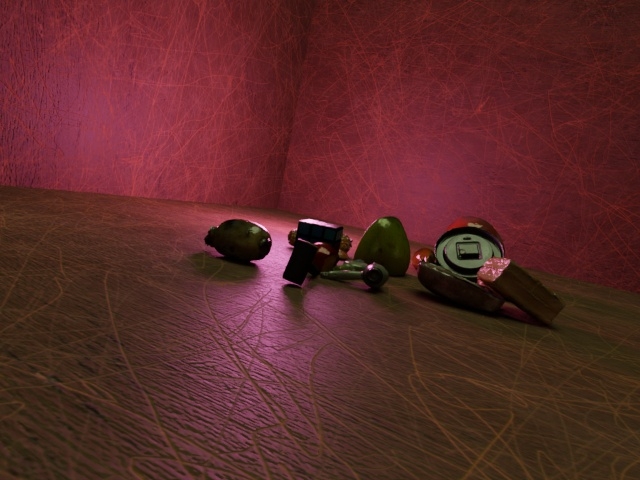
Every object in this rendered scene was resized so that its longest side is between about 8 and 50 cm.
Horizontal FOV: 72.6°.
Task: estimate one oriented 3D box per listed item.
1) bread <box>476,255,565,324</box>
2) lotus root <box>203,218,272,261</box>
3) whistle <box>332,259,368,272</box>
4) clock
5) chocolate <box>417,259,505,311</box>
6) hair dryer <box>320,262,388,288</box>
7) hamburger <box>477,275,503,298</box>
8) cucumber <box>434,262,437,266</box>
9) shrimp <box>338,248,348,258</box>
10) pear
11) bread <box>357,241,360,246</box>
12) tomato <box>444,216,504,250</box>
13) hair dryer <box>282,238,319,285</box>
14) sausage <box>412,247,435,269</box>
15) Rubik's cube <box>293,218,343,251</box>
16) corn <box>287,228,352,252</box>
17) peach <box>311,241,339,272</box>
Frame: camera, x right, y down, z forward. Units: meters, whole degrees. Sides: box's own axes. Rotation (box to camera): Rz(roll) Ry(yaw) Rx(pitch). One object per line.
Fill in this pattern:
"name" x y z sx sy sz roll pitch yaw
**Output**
"bread" 0.681 0.166 1.504 0.239 0.111 0.246 39 5 2
"lotus root" -0.296 -0.006 1.521 0.277 0.154 0.154 9 5 29
"whistle" 0.110 0.101 1.628 0.104 0.057 0.198 15 7 33
"clock" 0.690 0.066 2.040 0.312 0.313 0.062 14 -37 24
"chocolate" 0.468 0.164 1.493 0.302 0.101 0.185 23 3 16
"hair dryer" 0.143 0.125 1.522 0.224 0.089 0.218 -2 -8 30
"hamburger" 0.753 0.184 1.821 0.213 0.108 0.214 10 12 -2
"cucumber" 0.582 0.137 2.210 0.033 0.034 0.135 27 14 9
"shrimp" 0.034 0.050 1.964 0.216 0.051 0.115 10 9 -30
"pear" 0.299 0.022 1.826 0.287 0.240 0.139 5 9 -35
"bread" 0.266 0.030 2.516 0.110 0.044 0.083 4 8 -30
"tomato" 0.792 0.022 2.291 0.320 0.322 0.321 11 7 -1
"hair dryer" -0.042 0.095 1.388 0.069 0.129 0.255 20 -13 19
"sausage" 0.504 0.094 2.130 0.111 0.112 0.328 13 7 14
"Rubik's cube" -0.009 0.009 1.753 0.162 0.161 0.163 13 8 12
"corn" 0.000 0.000 2.077 0.317 0.115 0.115 10 7 -16
"peach" -0.010 0.061 1.587 0.151 0.151 0.119 16 -36 36
